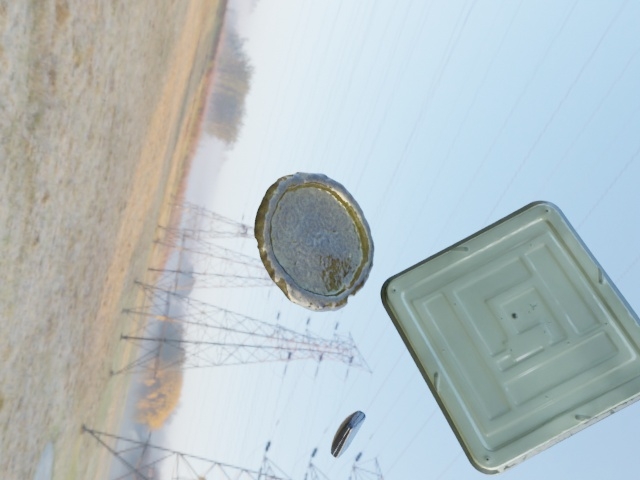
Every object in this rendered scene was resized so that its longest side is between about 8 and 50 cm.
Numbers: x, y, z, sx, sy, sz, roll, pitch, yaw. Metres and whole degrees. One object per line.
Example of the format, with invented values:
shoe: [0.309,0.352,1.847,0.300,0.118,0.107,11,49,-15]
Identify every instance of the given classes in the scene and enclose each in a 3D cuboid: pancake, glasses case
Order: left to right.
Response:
pancake: [-0.001,0.000,0.664,0.021,0.199,0.199,-18,-119,50]
glasses case: [0.032,0.251,0.654,0.023,0.033,0.083,39,-48,25]

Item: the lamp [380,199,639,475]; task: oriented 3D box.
lamp: [0.248,0.114,0.640,0.269,0.266,0.047,62,1,19]
